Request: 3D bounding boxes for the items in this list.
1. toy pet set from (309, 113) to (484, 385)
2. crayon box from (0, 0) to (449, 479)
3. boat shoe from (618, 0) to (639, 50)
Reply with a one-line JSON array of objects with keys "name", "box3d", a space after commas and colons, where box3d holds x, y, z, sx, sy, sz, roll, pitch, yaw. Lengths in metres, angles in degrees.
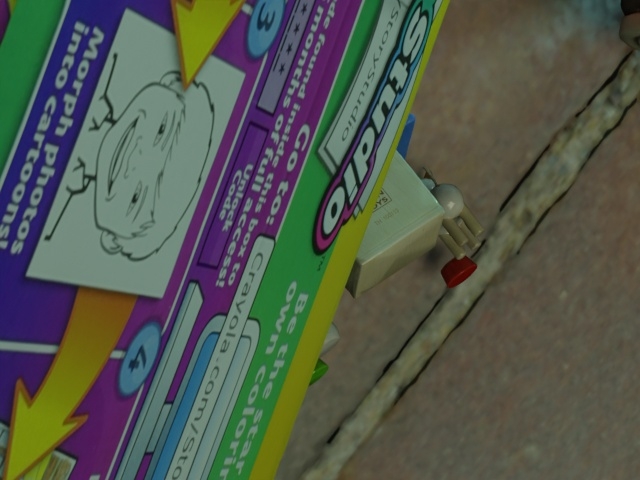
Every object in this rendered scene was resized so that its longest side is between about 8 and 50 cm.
[{"name": "toy pet set", "box3d": [0.000, 0.000, 0.666, 0.122, 0.065, 0.114, -33, 163, -16]}, {"name": "crayon box", "box3d": [-0.075, -0.031, 0.419, 0.363, 0.106, 0.313, -70, 162, 1]}, {"name": "boat shoe", "box3d": [0.244, -0.120, 0.753, 0.335, 0.112, 0.095, -2, 95, -42]}]
